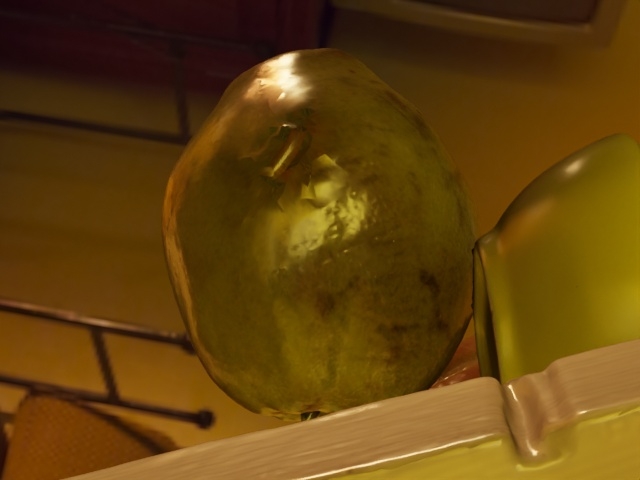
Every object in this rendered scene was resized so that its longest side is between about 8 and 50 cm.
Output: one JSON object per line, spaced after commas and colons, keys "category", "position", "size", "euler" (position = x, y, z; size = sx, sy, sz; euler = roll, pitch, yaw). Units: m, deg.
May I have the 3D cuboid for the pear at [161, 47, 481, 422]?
{"category": "pear", "position": [0.000, 0.000, 1.062], "size": [0.269, 0.269, 0.321], "euler": [87, 3, -75]}

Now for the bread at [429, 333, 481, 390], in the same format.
{"category": "bread", "position": [0.165, 0.189, 1.155], "size": [0.239, 0.246, 0.111], "euler": [37, -37, 49]}

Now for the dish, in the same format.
{"category": "dish", "position": [0.156, 0.062, 0.823], "size": [0.262, 0.108, 0.221], "euler": [82, 2, -64]}

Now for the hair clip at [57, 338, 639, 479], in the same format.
{"category": "hair clip", "position": [0.022, 0.104, 0.405], "size": [0.085, 0.331, 0.101], "euler": [-40, 114, -79]}
